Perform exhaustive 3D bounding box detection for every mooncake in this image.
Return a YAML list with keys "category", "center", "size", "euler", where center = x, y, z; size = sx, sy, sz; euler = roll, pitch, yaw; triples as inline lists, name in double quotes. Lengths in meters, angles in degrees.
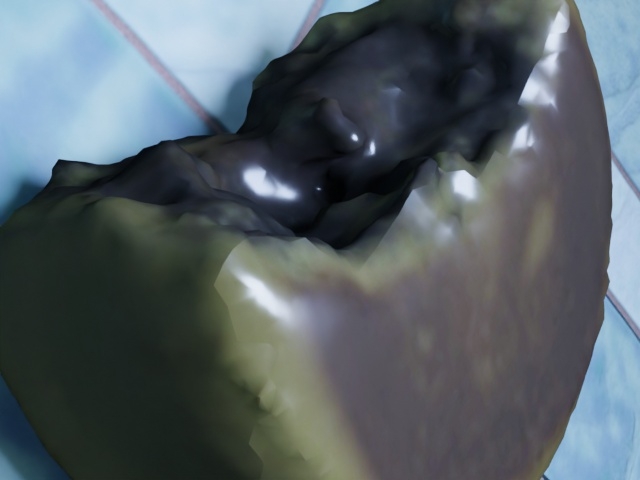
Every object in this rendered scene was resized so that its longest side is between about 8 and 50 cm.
- category: "mooncake"
  center: [0.000, 0.000, 0.714]
  size: [0.394, 0.246, 0.393]
  euler: [17, 72, -46]
